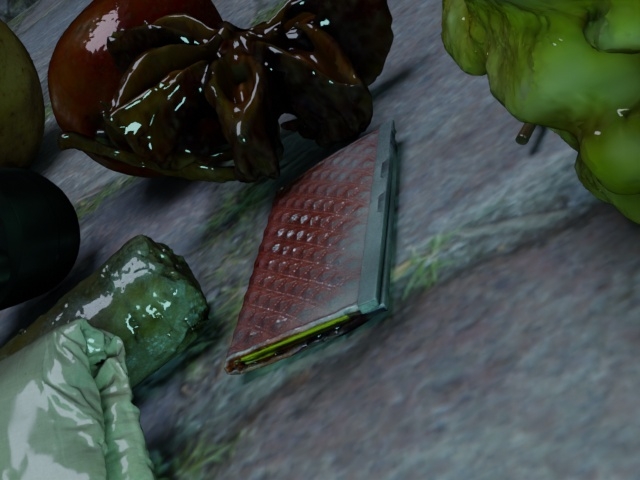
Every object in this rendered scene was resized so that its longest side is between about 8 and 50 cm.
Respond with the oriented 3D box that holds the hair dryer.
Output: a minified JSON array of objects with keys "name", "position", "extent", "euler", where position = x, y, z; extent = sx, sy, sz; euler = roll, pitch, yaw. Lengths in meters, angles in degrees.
[{"name":"hair dryer","position":[-0.317,0.077,0.789],"extent":[0.302,0.116,0.244],"euler":[-54,0,5]}]

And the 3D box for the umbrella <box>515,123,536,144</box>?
[{"name":"umbrella","position":[0.146,-0.112,0.636],"extent":[0.027,0.025,0.165],"euler":[-36,16,50]}]

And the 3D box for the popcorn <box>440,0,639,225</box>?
[{"name":"popcorn","position":[0.149,-0.128,0.390],"extent":[0.242,0.250,0.235],"euler":[-32,33,16]}]

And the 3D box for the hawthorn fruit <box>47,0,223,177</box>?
[{"name":"hawthorn fruit","position":[-0.157,-0.135,0.913],"extent":[0.169,0.169,0.188],"euler":[-21,22,33]}]

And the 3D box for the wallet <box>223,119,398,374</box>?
[{"name":"wallet","position":[0.000,0.000,0.645],"extent":[0.103,0.020,0.196],"euler":[-27,27,22]}]

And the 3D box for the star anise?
[{"name":"star anise","position":[-0.053,-0.112,0.782],"extent":[0.220,0.126,0.190],"euler":[4,51,25]}]

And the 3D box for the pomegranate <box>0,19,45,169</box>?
[{"name":"pomegranate","position":[-0.462,-0.164,1.263],"extent":[0.281,0.281,0.281],"euler":[-30,26,16]}]

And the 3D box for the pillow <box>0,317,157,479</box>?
[{"name":"pillow","position":[-0.168,0.128,0.553],"extent":[0.181,0.078,0.134],"euler":[-30,47,15]}]

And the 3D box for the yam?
[{"name":"yam","position":[-0.150,0.074,0.655],"extent":[0.179,0.078,0.078],"euler":[-39,24,-3]}]
